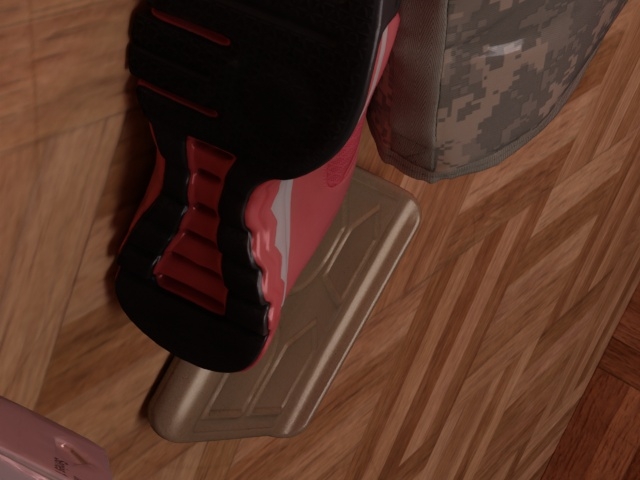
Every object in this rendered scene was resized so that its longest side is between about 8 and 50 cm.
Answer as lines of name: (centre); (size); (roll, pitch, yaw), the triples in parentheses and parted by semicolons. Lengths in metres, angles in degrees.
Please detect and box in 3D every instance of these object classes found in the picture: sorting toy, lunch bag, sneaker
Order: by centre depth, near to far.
sneaker: (-0.028, -0.074, 0.836); (0.136, 0.116, 0.314); (-57, 173, -44)
lunch bag: (0.103, -0.199, 0.855); (0.287, 0.169, 0.235); (-55, 163, -31)
sorting toy: (0.000, 0.000, 1.114); (0.307, 0.041, 0.229); (-61, 158, 4)

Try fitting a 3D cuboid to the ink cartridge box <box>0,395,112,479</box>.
ink cartridge box: (-0.184, 0.173, 0.691); (0.219, 0.092, 0.160); (-59, -170, -4)
